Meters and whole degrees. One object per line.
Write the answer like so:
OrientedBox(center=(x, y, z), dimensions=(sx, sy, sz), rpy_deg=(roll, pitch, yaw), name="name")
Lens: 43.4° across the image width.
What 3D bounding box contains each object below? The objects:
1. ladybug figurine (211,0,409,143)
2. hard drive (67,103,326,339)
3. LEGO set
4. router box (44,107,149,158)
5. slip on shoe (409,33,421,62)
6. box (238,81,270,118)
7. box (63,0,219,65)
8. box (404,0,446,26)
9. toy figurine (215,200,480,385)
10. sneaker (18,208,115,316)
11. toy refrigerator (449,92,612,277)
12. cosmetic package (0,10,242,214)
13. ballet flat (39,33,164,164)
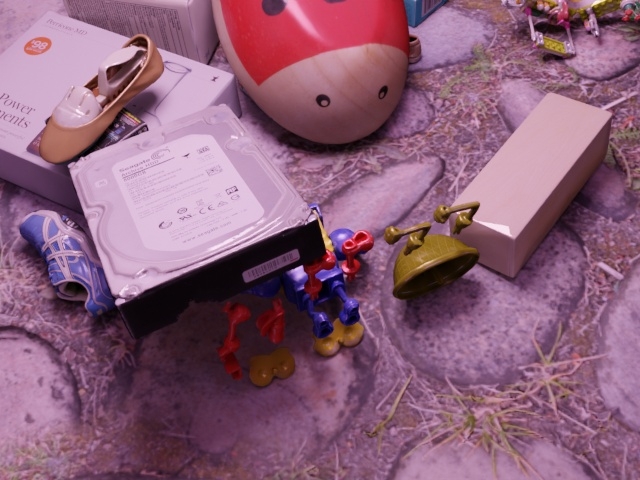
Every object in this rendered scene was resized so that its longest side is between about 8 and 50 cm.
OrientedBox(center=(-0.010, -0.373, 1.237), dimensions=(0.305, 0.162, 0.449), rpy_deg=(-16, 78, -16), name="ladybug figurine")
OrientedBox(center=(-0.165, -0.045, 0.982), dimensions=(0.237, 0.064, 0.339), rpy_deg=(-23, 37, -11), name="hard drive")
OrientedBox(center=(0.435, -0.370, 1.309), dimensions=(0.287, 0.132, 0.107), rpy_deg=(0, 63, -3), name="LEGO set")
OrientedBox(center=(-0.317, -0.157, 1.147), dimensions=(0.122, 0.038, 0.092), rpy_deg=(35, 65, 24), name="router box")
OrientedBox(center=(0.106, -0.337, 1.355), dimensions=(0.135, 0.041, 0.051), rpy_deg=(23, 59, 20), name="slip on shoe")
OrientedBox(center=(-0.054, -0.265, 1.325), dimensions=(0.137, 0.027, 0.094), rpy_deg=(-33, 57, -17), name="box")
OrientedBox(center=(-0.295, -0.393, 1.362), dimensions=(0.232, 0.149, 0.127), rpy_deg=(11, 55, 12), name="box")
OrientedBox(center=(0.106, -0.479, 1.446), dimensions=(0.244, 0.060, 0.100), rpy_deg=(36, 64, 26), name="box")
OrientedBox(center=(0.000, 0.000, 1.040), dimensions=(0.362, 0.191, 0.217), rpy_deg=(-24, 51, -13), name="toy figurine")
OrientedBox(center=(-0.348, 0.027, 1.106), dimensions=(0.211, 0.080, 0.081), rpy_deg=(29, 58, 24), name="sneaker")
OrientedBox(center=(0.296, -0.081, 1.126), dimensions=(0.102, 0.094, 0.269), rpy_deg=(27, 60, 30), name="toy refrigerator")
OrientedBox(center=(-0.358, -0.194, 1.259), dimensions=(0.377, 0.097, 0.284), rpy_deg=(22, 57, 18), name="cosmetic package")
OrientedBox(center=(-0.308, -0.203, 1.109), dimensions=(0.080, 0.073, 0.232), rpy_deg=(27, 61, 18), name="ballet flat")
